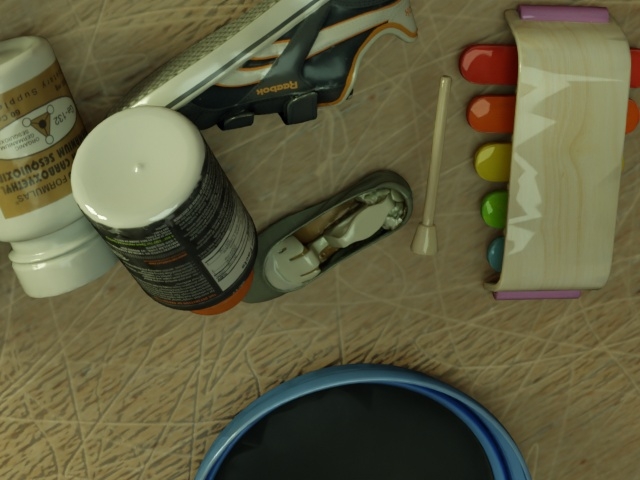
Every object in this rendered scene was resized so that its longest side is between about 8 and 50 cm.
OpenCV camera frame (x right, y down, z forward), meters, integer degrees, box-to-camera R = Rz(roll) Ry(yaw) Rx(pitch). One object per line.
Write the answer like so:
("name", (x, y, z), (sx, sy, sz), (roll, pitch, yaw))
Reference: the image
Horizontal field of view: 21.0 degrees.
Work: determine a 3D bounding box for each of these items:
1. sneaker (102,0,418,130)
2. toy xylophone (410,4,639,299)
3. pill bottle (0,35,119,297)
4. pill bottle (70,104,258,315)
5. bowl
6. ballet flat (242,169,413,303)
("sneaker", (-0.050, -0.160, 1.665), (0.321, 0.126, 0.127), (-33, 107, 1))
("toy xylophone", (0.212, -0.083, 1.759), (0.236, 0.081, 0.322), (8, 106, -12))
("pill bottle", (-0.279, -0.068, 1.651), (0.131, 0.131, 0.229), (-21, 110, -3))
("pill bottle", (-0.137, -0.015, 1.647), (0.130, 0.130, 0.245), (-28, 150, 0))
("bowl", (0.038, 0.314, 1.862), (0.391, 0.077, 0.391), (-3, 108, -9))
("ballet flat", (0.000, 0.000, 1.756), (0.213, 0.068, 0.072), (-33, 110, 2))
